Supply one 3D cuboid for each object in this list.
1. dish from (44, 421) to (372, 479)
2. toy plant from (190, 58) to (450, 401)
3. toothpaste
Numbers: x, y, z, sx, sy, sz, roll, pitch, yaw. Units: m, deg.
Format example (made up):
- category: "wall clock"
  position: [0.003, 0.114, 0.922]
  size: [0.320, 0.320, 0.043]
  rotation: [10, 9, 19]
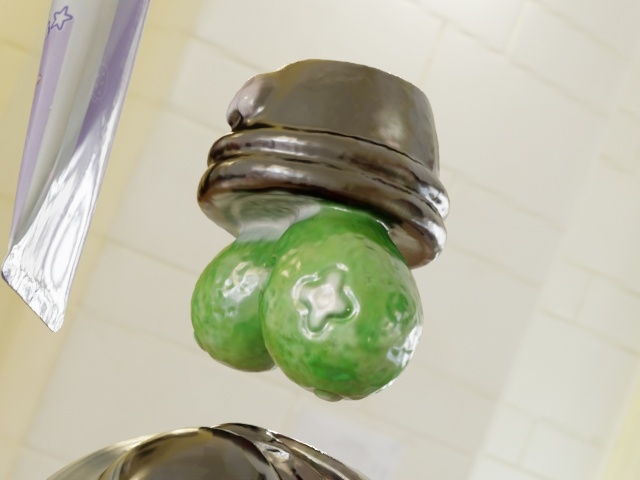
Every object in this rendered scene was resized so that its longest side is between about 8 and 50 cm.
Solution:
- category: "dish"
  position: [-0.060, 0.168, 0.992]
  size: [0.273, 0.134, 0.273]
  rotation: [4, 31, -2]
- category: "toy plant"
  position: [0.000, 0.000, 1.226]
  size: [0.175, 0.235, 0.218]
  rotation: [23, -19, -29]
- category: "toothpaste"
  position: [-0.182, -0.122, 1.373]
  size: [0.080, 0.371, 0.125]
  rotation: [3, -22, 13]
